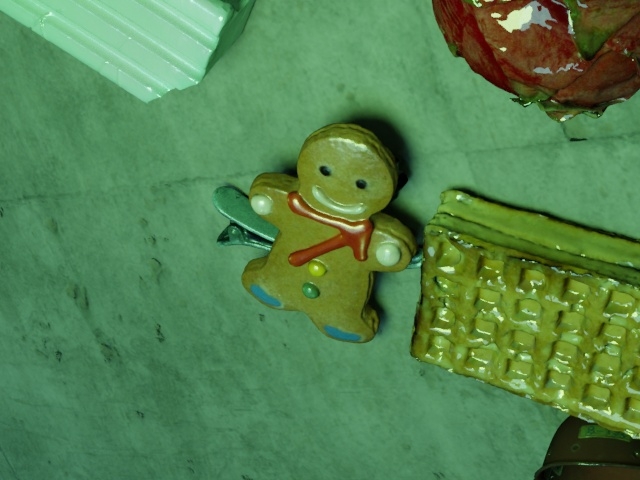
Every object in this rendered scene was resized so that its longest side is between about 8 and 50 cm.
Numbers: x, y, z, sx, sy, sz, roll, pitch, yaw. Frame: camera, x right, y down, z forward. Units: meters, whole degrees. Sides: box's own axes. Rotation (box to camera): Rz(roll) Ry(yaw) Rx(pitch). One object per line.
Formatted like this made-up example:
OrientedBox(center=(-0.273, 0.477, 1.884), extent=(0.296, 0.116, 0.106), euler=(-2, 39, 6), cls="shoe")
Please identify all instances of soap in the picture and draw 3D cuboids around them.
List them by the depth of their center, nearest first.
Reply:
OrientedBox(center=(-0.229, -0.280, 1.419), extent=(0.289, 0.095, 0.173), euler=(32, 132, 4), cls="soap")

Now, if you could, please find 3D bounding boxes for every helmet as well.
OrientedBox(center=(0.343, 0.247, 1.477), extent=(0.175, 0.106, 0.155), euler=(3, 148, 25), cls="helmet")

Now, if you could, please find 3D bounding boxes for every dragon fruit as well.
OrientedBox(center=(0.215, -0.226, 1.112), extent=(0.244, 0.244, 0.299), euler=(8, 136, 25), cls="dragon fruit")

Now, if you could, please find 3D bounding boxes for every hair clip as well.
OrientedBox(center=(0.000, 0.000, 1.541), extent=(0.275, 0.048, 0.083), euler=(13, 130, 15), cls="hair clip")

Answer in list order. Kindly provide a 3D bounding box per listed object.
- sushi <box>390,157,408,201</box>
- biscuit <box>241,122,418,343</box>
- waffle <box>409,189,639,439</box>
OrientedBox(center=(0.066, -0.066, 1.458), extent=(0.046, 0.044, 0.083), euler=(55, 133, 13), cls="sushi")
OrientedBox(center=(0.006, -0.005, 1.470), extent=(0.205, 0.049, 0.324), euler=(25, 135, 3), cls="biscuit")
OrientedBox(center=(0.255, 0.079, 1.417), extent=(0.308, 0.091, 0.213), euler=(17, 129, 17), cls="waffle")
